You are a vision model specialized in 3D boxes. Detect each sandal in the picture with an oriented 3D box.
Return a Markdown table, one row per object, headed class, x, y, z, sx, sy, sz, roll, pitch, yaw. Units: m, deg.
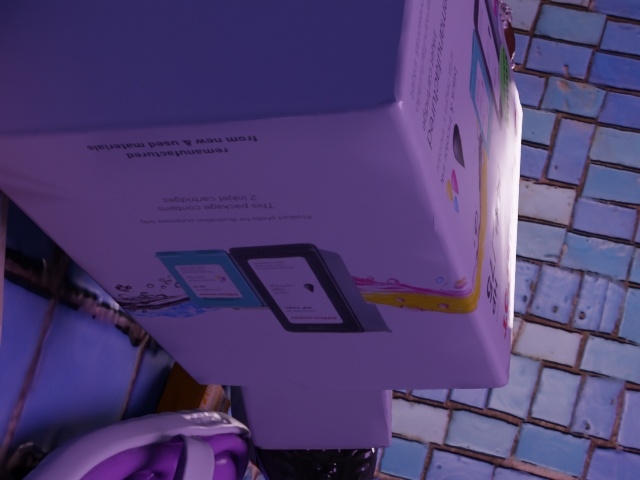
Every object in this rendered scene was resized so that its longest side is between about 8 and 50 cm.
| class | x | y | z | sx | sy | sz | roll | pitch | yaw |
| --- | --- | --- | --- | --- | --- | --- | --- | --- | --- |
| sandal | -0.114 | 0.200 | 0.682 | 0.416 | 0.102 | 0.169 | -22 | 130 | -71 |

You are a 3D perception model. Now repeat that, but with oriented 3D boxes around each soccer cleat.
| class | x | y | z | sx | sy | sz | roll | pitch | yaw |
| --- | --- | --- | --- | --- | --- | --- | --- | --- | --- |
| soccer cleat | -0.026 | 0.180 | 0.962 | 0.318 | 0.108 | 0.116 | -123 | -138 | -66 |

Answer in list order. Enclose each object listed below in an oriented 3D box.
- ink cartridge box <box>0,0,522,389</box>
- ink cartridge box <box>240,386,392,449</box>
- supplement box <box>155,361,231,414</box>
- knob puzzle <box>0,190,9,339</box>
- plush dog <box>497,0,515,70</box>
| class | x | y | z | sx | sy | sz | roll | pitch | yaw |
| --- | --- | --- | --- | --- | --- | --- | --- | --- | --- |
| ink cartridge box | -0.012 | -0.062 | 0.548 | 0.270 | 0.197 | 0.198 | 59 | 34 | -56 |
| ink cartridge box | 0.000 | 0.000 | 0.862 | 0.278 | 0.117 | 0.201 | -86 | 171 | -47 |
| supplement box | -0.110 | 0.151 | 0.904 | 0.098 | 0.036 | 0.062 | 77 | 28 | -66 |
| knob puzzle | -0.172 | -0.005 | 0.438 | 0.213 | 0.030 | 0.213 | 12 | 90 | -79 |
| plush dog | 0.038 | -0.210 | 1.000 | 0.225 | 0.210 | 0.262 | -53 | 128 | -34 |
